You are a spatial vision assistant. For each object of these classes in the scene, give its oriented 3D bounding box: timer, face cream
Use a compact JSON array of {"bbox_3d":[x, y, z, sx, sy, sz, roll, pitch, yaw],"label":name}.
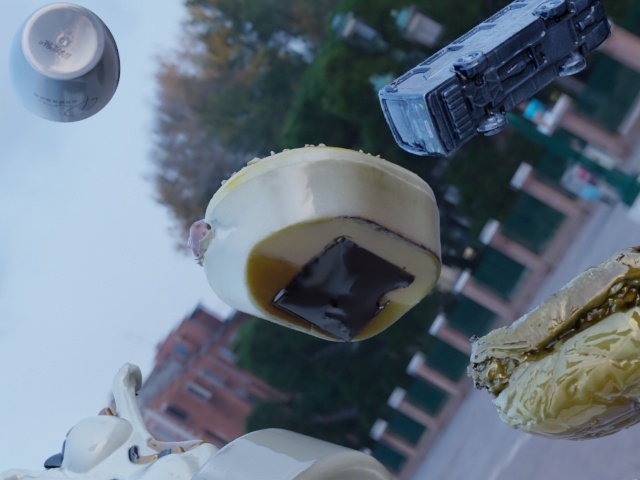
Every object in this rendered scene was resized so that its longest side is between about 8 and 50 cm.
[{"bbox_3d":[-0.096,0.179,1.034,0.175,0.266,0.175,-24,-55,-40],"label":"timer"},{"bbox_3d":[-0.204,-0.144,1.183,0.091,0.091,0.095,-58,1,-15],"label":"face cream"}]

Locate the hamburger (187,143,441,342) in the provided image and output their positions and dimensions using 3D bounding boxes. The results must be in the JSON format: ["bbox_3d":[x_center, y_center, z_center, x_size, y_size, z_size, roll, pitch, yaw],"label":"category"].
[{"bbox_3d":[0.000,0.000,1.181,0.210,0.116,0.173,21,-58,-44],"label":"hamburger"}]

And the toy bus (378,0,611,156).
[{"bbox_3d":[0.107,-0.107,0.901,0.166,0.047,0.065,-35,25,-30],"label":"toy bus"}]

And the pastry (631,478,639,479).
[{"bbox_3d":[0.225,0.259,0.749,0.184,0.315,0.284,-30,17,8],"label":"pastry"}]

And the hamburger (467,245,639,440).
[{"bbox_3d":[0.317,0.125,1.648,0.319,0.158,0.318,-21,-19,-8],"label":"hamburger"}]
